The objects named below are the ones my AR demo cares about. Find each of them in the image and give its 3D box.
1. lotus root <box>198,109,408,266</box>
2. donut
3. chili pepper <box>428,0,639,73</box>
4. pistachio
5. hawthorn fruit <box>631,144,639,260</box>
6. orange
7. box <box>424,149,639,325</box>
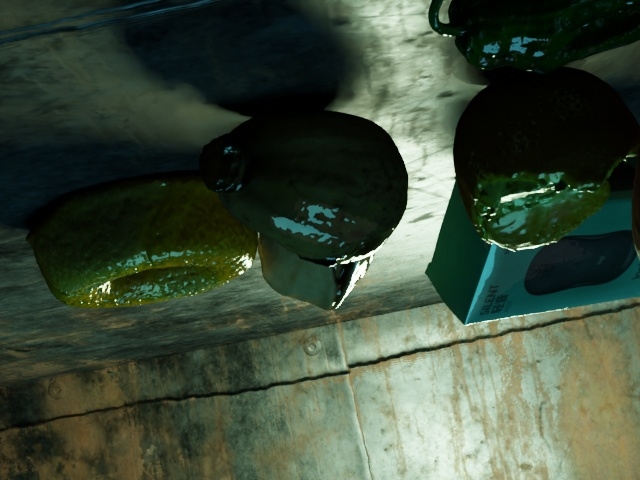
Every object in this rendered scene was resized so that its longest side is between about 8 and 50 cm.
[{"bbox_3d":[-0.001,-0.053,1.297,0.257,0.154,0.140,7,-178,-42],"label":"lotus root"},{"bbox_3d":[-0.208,0.007,1.572,0.303,0.110,0.303,-10,170,-2],"label":"donut"},{"bbox_3d":[0.208,-0.183,1.043,0.257,0.074,0.100,-14,168,-9],"label":"chili pepper"},{"bbox_3d":[0.000,0.000,1.641,0.157,0.157,0.229,-8,158,-15],"label":"pistachio"},{"bbox_3d":[0.454,-0.068,1.150,0.403,0.402,0.403,-11,171,-2],"label":"hawthorn fruit"},{"bbox_3d":[0.224,-0.092,1.310,0.179,0.158,0.237,-17,167,1],"label":"orange"},{"bbox_3d":[0.322,-0.009,1.768,0.311,0.118,0.205,-7,132,-22],"label":"box"}]
